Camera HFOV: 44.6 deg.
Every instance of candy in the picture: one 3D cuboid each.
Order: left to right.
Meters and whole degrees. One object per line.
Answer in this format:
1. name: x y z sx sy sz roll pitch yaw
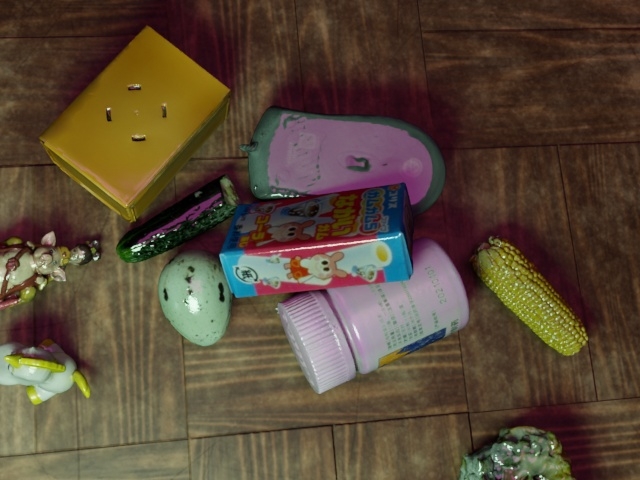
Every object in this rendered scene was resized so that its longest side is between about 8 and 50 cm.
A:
1. candy: 0.000 -0.001 1.305 0.306 0.100 0.157 -6 34 12

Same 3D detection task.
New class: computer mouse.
1. computer mouse: 0.037 -0.134 1.414 0.371 0.122 0.188 9 83 -2

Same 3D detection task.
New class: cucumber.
1. cucumber: -0.248 -0.030 1.376 0.241 0.074 0.074 -32 83 -11

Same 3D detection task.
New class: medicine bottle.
1. medicine bottle: 0.090 0.126 1.333 0.291 0.178 0.178 -24 82 -12

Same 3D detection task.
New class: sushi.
1. sushi: 0.336 0.453 1.313 0.184 0.139 0.274 -2 71 -7

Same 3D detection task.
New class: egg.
1. egg: -0.205 0.096 1.326 0.131 0.131 0.164 -21 94 -12

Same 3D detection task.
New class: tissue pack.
1. tissue pack: -0.313 -0.196 1.367 0.194 0.145 0.274 38 76 3

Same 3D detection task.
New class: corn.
1. corn: 0.382 0.101 1.428 0.091 0.091 0.260 -42 90 3

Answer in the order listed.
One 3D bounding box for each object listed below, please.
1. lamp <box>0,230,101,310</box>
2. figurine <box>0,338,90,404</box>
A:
1. lamp: -0.495 0.048 1.302 0.253 0.118 0.118 -14 80 -10
2. figurine: -0.452 0.201 1.244 0.130 0.178 0.109 8 69 22
